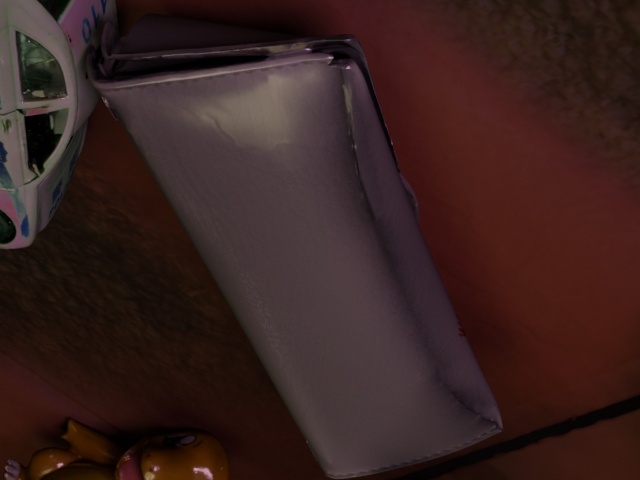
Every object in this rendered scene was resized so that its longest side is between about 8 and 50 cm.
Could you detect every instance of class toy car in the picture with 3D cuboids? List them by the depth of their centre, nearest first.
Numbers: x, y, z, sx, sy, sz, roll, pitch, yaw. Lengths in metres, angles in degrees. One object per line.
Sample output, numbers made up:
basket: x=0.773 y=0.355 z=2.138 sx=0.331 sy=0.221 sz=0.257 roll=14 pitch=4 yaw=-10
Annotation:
toy car: x=-0.140 y=-0.084 z=0.673 sx=0.076 sy=0.090 sz=0.224 roll=13 pitch=142 yaw=8

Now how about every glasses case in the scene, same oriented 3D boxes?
glasses case: x=0.002 y=0.000 z=0.713 sx=0.128 sy=0.083 sz=0.308 roll=-4 pitch=136 yaw=22

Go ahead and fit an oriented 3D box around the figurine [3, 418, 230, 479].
figurine: x=-0.130 y=0.184 z=1.008 sx=0.176 sy=0.121 sz=0.122 roll=-23 pitch=153 yaw=31
